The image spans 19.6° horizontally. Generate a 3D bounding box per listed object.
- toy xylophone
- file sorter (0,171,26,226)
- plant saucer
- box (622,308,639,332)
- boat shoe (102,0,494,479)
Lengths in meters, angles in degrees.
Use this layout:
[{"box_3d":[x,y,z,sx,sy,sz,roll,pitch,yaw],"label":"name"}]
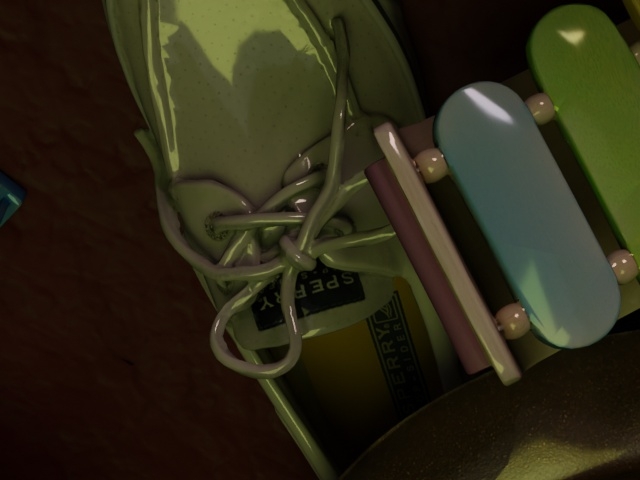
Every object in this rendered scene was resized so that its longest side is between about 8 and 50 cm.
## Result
[{"box_3d":[0.189,-0.031,0.777,0.323,0.081,0.236,-35,88,-10],"label":"toy xylophone"},{"box_3d":[-0.252,-0.015,0.890,0.170,0.104,0.118,40,114,-16],"label":"file sorter"},{"box_3d":[0.142,0.167,0.898,0.311,0.050,0.310,-7,133,-8],"label":"plant saucer"},{"box_3d":[0.277,0.072,0.931,0.233,0.044,0.159,-10,118,10],"label":"box"},{"box_3d":[-0.008,0.004,0.851,0.136,0.156,0.367,-14,117,12],"label":"boat shoe"}]
